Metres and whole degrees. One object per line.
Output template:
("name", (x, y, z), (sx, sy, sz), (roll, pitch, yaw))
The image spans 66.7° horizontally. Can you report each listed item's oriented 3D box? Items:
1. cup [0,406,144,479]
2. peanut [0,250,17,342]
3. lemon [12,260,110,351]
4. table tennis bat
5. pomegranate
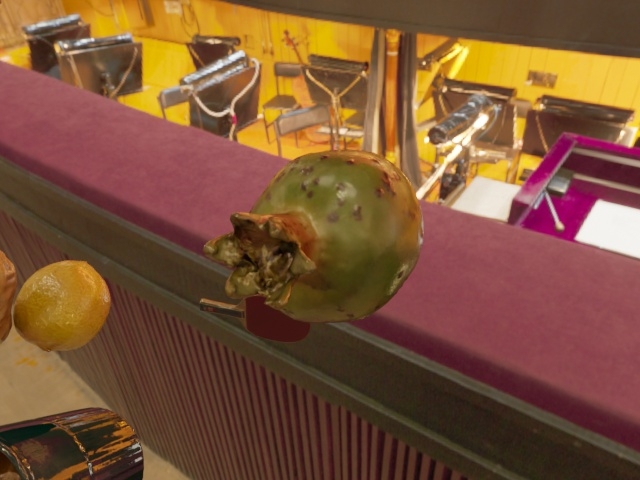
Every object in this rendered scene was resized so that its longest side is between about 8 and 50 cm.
("cup", (-0.442, 0.418, 0.809), (0.308, 0.292, 0.242), (1, 81, 11))
("peanut", (-0.640, 0.121, 0.881), (0.153, 0.325, 0.140), (42, 40, 3))
("lemon", (-0.539, 0.134, 1.024), (0.179, 0.178, 0.203), (6, 62, 13))
("table tennis bat", (-0.156, 0.178, 1.155), (0.274, 0.154, 0.021), (10, 40, 7))
("pomegranate", (0.014, -0.010, 0.576), (0.231, 0.230, 0.286), (1, -4, 6))
